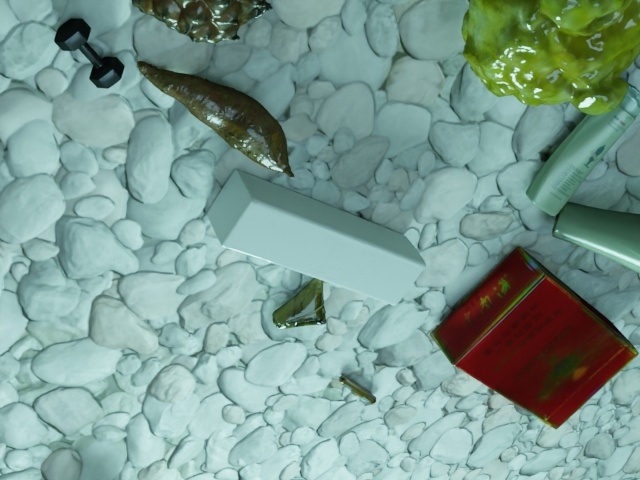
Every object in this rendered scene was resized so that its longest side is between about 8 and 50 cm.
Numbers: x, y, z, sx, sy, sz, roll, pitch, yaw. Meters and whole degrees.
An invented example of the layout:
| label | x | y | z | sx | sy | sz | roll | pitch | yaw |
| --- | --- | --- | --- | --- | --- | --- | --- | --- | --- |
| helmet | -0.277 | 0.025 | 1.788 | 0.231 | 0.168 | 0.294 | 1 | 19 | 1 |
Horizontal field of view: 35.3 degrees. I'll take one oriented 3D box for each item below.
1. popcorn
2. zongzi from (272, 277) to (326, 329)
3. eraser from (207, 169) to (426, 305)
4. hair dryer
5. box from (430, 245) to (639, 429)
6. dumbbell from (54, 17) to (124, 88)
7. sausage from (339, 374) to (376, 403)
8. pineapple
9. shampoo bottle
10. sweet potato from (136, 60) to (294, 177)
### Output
| label | x | y | z | sx | sy | sz | roll | pitch | yaw |
| --- | --- | --- | --- | --- | --- | --- | --- | --- | --- |
| popcorn | 0.271 | -0.277 | 1.154 | 0.241 | 0.235 | 0.250 | 12 | 101 | -5 |
| zongzi | -0.031 | 0.083 | 1.411 | 0.076 | 0.040 | 0.083 | -7 | 116 | -12 |
| eraser | 0.000 | 0.000 | 1.334 | 0.298 | 0.076 | 0.078 | 20 | 115 | -34 |
| hair dryer | 0.487 | -0.058 | 1.473 | 0.296 | 0.119 | 0.298 | -4 | 92 | 7 |
| box | 0.347 | 0.163 | 1.607 | 0.197 | 0.089 | 0.313 | -47 | 129 | 11 |
| dumbbell | -0.250 | -0.203 | 1.093 | 0.040 | 0.036 | 0.083 | -38 | 131 | 3 |
| sausage | 0.059 | 0.234 | 1.576 | 0.015 | 0.015 | 0.100 | -43 | 130 | 10 |
| pineapple | -0.106 | -0.299 | 1.009 | 0.166 | 0.166 | 0.193 | 17 | 113 | -33 |
| shampoo bottle | 0.377 | -0.132 | 1.425 | 0.072 | 0.049 | 0.212 | 26 | 110 | -32 |
| sweet potato | -0.114 | -0.154 | 1.180 | 0.226 | 0.068 | 0.068 | 35 | 106 | -19 |
